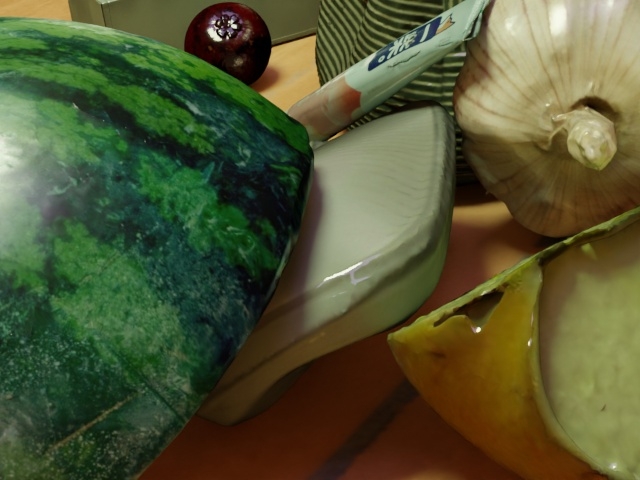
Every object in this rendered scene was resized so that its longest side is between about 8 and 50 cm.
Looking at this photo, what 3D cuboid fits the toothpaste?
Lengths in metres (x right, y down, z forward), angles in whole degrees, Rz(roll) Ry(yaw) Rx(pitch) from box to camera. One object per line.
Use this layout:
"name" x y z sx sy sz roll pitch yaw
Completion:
"toothpaste" 0.039 -0.112 1.053 0.205 0.036 0.056 -30 28 42

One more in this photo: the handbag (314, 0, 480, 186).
"handbag" 0.122 -0.209 1.217 0.247 0.240 0.340 -6 27 -7

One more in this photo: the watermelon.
"watermelon" -0.184 0.014 0.800 0.319 0.222 0.292 -36 17 15

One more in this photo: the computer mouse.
"computer mouse" -0.004 -0.005 0.959 0.197 0.095 0.331 -31 17 19

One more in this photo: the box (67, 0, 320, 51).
"box" -0.120 -0.234 1.476 0.225 0.086 0.129 -18 30 -19

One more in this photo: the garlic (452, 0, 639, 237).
"garlic" 0.183 -0.073 0.976 0.199 0.199 0.226 -3 19 8

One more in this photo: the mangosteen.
"mangosteen" -0.083 -0.173 1.372 0.081 0.081 0.081 -6 29 3

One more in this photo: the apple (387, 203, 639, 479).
"apple" 0.211 0.027 0.825 0.346 0.179 0.254 -26 46 -21
